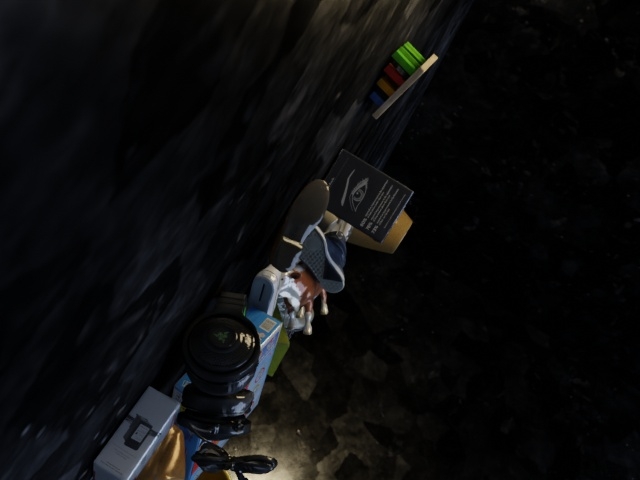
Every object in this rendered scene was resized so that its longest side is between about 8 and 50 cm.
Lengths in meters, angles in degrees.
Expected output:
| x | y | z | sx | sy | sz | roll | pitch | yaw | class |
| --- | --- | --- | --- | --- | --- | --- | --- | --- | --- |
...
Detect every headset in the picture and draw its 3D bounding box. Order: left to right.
| x | y | z | sx | sy | sz | roll | pitch | yaw | class |
| --- | --- | --- | --- | --- | --- | --- | --- | --- | --- |
| -0.148 | 0.251 | 1.284 | 0.394 | 0.185 | 0.243 | -84 | -178 | -64 | headset |

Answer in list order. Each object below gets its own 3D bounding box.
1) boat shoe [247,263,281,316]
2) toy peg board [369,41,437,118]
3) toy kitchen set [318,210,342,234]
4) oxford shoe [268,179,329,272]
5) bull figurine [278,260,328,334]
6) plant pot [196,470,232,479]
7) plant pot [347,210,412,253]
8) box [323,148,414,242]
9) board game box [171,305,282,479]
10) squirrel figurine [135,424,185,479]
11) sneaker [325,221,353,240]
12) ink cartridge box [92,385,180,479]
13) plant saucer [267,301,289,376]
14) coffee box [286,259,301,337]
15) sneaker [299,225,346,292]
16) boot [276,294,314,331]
| x | y | z | sx | sy | sz | roll | pitch | yaw | class |
| --- | --- | --- | --- | --- | --- | --- | --- | --- | --- |
| -0.135 | 0.149 | 1.756 | 0.076 | 0.083 | 0.226 | -52 | 172 | -51 | boat shoe |
| 0.176 | -0.381 | 1.734 | 0.161 | 0.079 | 0.161 | -42 | -176 | 30 | toy peg board |
| 0.031 | -0.082 | 2.082 | 0.207 | 0.122 | 0.166 | -31 | 161 | -33 | toy kitchen set |
| -0.054 | -0.038 | 1.585 | 0.212 | 0.076 | 0.076 | -60 | -154 | -3 | oxford shoe |
| -0.049 | 0.130 | 1.940 | 0.310 | 0.101 | 0.188 | -30 | 121 | -68 | bull figurine |
| -0.364 | 0.641 | 1.757 | 0.239 | 0.254 | 0.254 | -42 | -175 | 29 | plant pot |
| 0.142 | -0.073 | 2.283 | 0.237 | 0.254 | 0.237 | -57 | 176 | -6 | plant pot |
| 0.105 | -0.109 | 1.845 | 0.153 | 0.207 | 0.108 | -58 | 177 | 5 | box |
| -0.225 | 0.350 | 1.681 | 0.308 | 0.086 | 0.301 | -45 | 160 | -50 | board game box |
| -0.387 | 0.614 | 1.406 | 0.370 | 0.281 | 0.397 | -48 | 168 | 36 | squirrel figurine |
| 0.007 | 0.018 | 2.152 | 0.105 | 0.115 | 0.281 | 67 | 46 | -77 | sneaker |
| -0.300 | 0.328 | 1.221 | 0.150 | 0.063 | 0.109 | -57 | 176 | -35 | ink cartridge box |
| -0.152 | 0.244 | 1.998 | 0.045 | 0.188 | 0.188 | -5 | 146 | -24 | plant saucer |
| -0.086 | 0.184 | 2.397 | 0.297 | 0.119 | 0.168 | -58 | 177 | -4 | coffee box |
| -0.001 | 0.001 | 1.894 | 0.086 | 0.226 | 0.163 | -15 | -146 | 18 | sneaker |
| -0.081 | 0.188 | 2.181 | 0.247 | 0.083 | 0.161 | -5 | 135 | -48 | boot |
